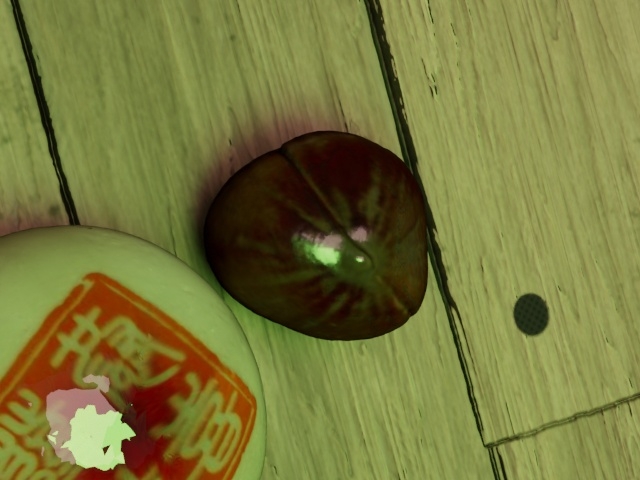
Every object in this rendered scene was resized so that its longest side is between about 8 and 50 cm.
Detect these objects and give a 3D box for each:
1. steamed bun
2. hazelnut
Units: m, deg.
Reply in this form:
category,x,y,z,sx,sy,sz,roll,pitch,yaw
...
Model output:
category,x,y,z,sx,sy,sz,roll,pitch,yaw
steamed bun,-0.212,0.165,1.644,0.374,0.241,0.374,3,83,-31
hazelnut,0.000,0.000,1.797,0.229,0.229,0.229,4,81,-28
